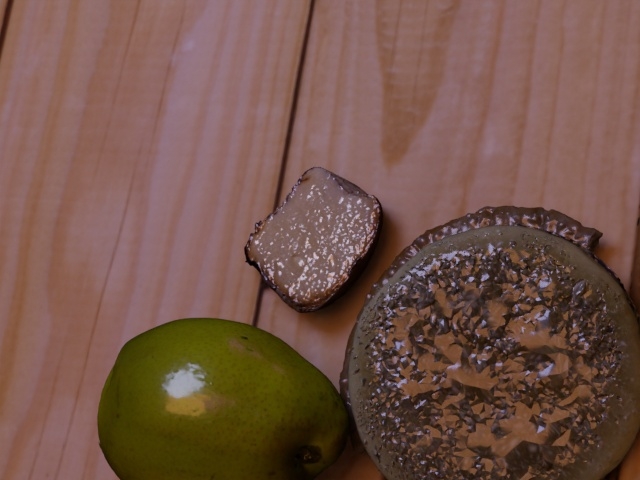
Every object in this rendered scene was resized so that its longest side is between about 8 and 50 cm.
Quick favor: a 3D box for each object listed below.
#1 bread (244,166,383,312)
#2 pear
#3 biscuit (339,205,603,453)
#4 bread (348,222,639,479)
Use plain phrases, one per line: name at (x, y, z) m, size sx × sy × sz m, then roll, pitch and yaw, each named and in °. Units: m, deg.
bread at (0.000, 0.000, 1.604) m, size 0.126 × 0.044 × 0.129 m, roll 40°, pitch 94°, yaw 36°
pear at (-0.085, 0.163, 1.515) m, size 0.220 × 0.187 × 0.187 m, roll 16°, pitch 80°, yaw 16°
biscuit at (0.117, 0.057, 1.534) m, size 0.290 × 0.038 × 0.141 m, roll -37°, pitch 64°, yaw 8°
bread at (0.150, 0.114, 1.466) m, size 0.267 × 0.040 × 0.267 m, roll -2°, pitch 84°, yaw 14°
